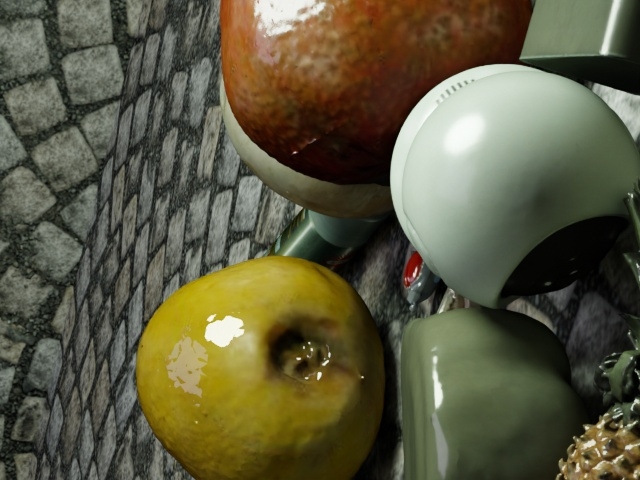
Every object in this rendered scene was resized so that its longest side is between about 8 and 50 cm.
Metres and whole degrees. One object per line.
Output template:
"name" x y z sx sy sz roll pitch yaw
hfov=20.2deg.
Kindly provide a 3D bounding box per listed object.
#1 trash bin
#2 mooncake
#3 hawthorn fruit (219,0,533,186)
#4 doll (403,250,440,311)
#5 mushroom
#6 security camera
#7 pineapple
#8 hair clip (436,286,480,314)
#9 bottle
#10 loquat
"trash bin" 0.262 -0.240 1.382 0.164 0.122 0.240 -164 87 -71
"mooncake" 0.134 0.182 1.441 0.275 0.135 0.275 178 90 -84
"hawthorn fruit" 0.048 -0.196 1.635 0.295 0.295 0.311 135 142 -60
"doll" 0.105 0.029 1.820 0.057 0.039 0.114 -16 45 34
"mushroom" 0.028 -0.150 1.844 0.243 0.243 0.243 -170 90 -72
"security camera" 0.152 -0.047 1.409 0.236 0.195 0.194 -123 44 -86
"pineapple" 0.240 0.099 1.280 0.130 0.119 0.277 6 -83 -65
"hair clip" 0.138 0.038 1.706 0.062 0.056 0.214 109 177 -77
"bottle" 0.000 0.000 2.075 0.286 0.082 0.082 130 145 -57
"loquat" -0.066 0.150 1.902 0.275 0.275 0.275 -170 90 -72
